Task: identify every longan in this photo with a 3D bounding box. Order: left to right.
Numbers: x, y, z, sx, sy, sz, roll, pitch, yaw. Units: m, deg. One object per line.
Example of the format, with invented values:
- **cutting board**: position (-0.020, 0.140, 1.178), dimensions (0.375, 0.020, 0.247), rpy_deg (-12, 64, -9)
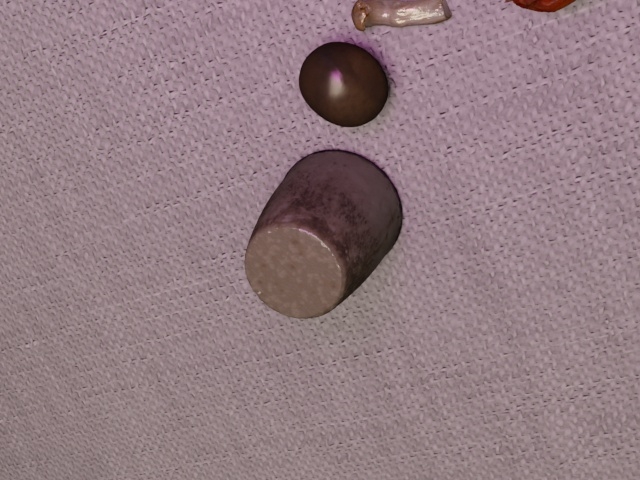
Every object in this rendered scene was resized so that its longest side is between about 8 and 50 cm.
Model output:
- **longan**: position (0.046, -0.319, 1.868), dimensions (0.189, 0.189, 0.189), rpy_deg (8, 117, 16)

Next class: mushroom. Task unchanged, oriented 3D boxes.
- **mushroom**: position (0.160, -0.453, 1.823), dimensions (0.202, 0.054, 0.059), rpy_deg (2, 121, 12)

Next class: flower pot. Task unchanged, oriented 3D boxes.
- **flower pot**: position (0.000, 0.000, 1.939), dimensions (0.293, 0.330, 0.294), rpy_deg (8, 119, 14)

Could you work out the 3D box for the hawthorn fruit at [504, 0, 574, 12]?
- **hawthorn fruit**: position (0.421, -0.504, 1.652), dimensions (0.173, 0.173, 0.179), rpy_deg (17, 145, 11)
